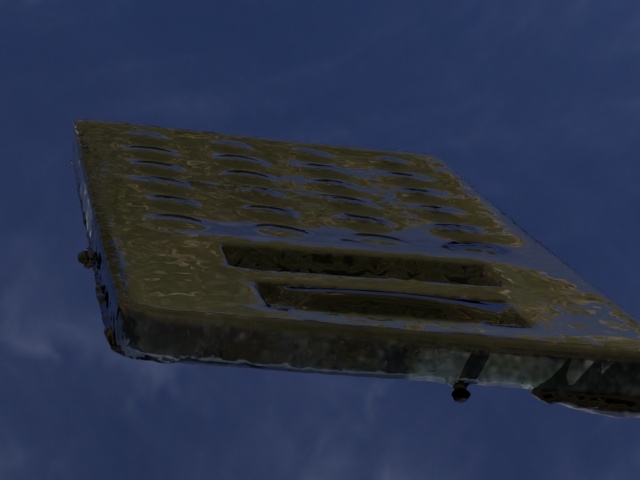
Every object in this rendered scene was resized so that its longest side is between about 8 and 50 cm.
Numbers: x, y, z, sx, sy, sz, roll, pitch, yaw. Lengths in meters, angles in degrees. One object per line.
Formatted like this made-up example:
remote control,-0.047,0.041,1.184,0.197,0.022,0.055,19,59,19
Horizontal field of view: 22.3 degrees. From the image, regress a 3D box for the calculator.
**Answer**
calculator,0.000,0.000,0.535,0.161,0.021,0.261,5,-166,-14
